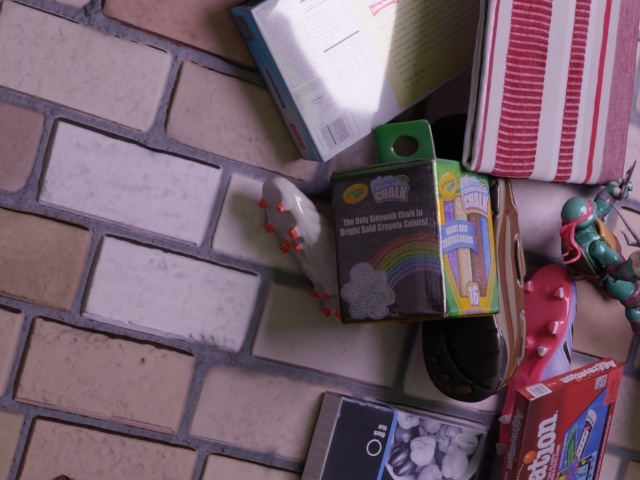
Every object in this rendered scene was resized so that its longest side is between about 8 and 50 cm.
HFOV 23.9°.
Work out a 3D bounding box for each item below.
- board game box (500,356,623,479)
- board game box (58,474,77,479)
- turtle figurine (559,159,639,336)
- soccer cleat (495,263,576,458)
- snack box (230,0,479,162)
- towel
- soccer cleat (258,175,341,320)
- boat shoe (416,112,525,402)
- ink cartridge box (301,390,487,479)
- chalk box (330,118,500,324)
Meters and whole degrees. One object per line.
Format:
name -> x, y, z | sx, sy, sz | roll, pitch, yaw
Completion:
board game box -> 0.270, 0.276, 1.772 | 0.145, 0.027, 0.281 | -14, 125, -30
board game box -> -0.226, 0.343, 1.589 | 0.170, 0.048, 0.141 | 28, 82, -26
turtle figurine -> 0.337, 0.004, 1.757 | 0.118, 0.175, 0.234 | -18, 134, 17
soccer cleat -> 0.268, 0.152, 1.803 | 0.095, 0.083, 0.248 | 8, 91, -48
snack box -> 0.079, -0.247, 1.661 | 0.322, 0.060, 0.187 | -33, 111, -19
towel -> 0.263, -0.184, 1.704 | 0.329, 0.037, 0.237 | 1, 95, -51
soccer cleat -> 0.000, 0.000, 1.654 | 0.076, 0.068, 0.196 | -43, 119, -22
boat shoe -> 0.173, 0.019, 1.723 | 0.120, 0.122, 0.324 | 3, 86, -59
ink cartridge box -> 0.073, 0.294, 1.734 | 0.206, 0.045, 0.208 | 16, 90, -28
chalk box -> 0.100, -0.020, 1.622 | 0.132, 0.132, 0.213 | 4, 82, -58
